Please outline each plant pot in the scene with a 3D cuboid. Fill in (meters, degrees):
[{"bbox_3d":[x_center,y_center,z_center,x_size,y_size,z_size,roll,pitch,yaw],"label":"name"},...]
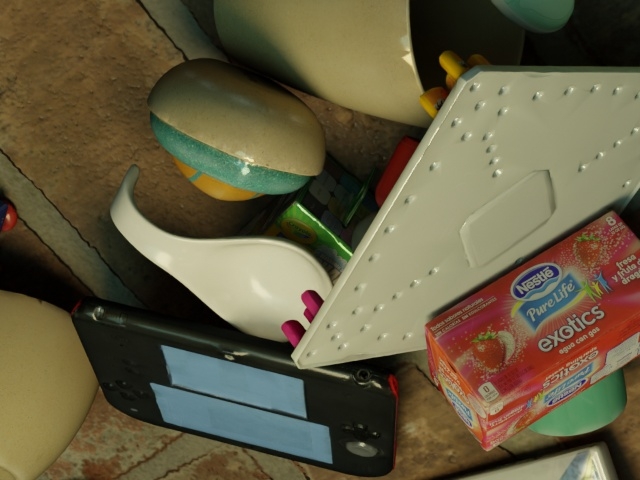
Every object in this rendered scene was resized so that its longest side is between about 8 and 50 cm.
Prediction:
[{"bbox_3d":[-0.423,0.213,1.914,0.284,0.191,0.284,2,146,2],"label":"plant pot"},{"bbox_3d":[0.036,-0.244,1.572,0.274,0.256,0.256,6,123,33],"label":"plant pot"}]

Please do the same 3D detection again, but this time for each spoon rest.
[{"bbox_3d":[-0.114,0.021,1.687,0.276,0.084,0.137,30,123,0],"label":"spoon rest"}]

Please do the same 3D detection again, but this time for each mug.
[{"bbox_3d":[0.273,0.155,1.778,0.157,0.129,0.097,-12,115,4],"label":"mug"}]

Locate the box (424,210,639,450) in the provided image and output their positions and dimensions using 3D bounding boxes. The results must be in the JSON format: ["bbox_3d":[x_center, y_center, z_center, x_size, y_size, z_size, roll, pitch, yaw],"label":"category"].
[{"bbox_3d":[0.251,0.099,1.666,0.257,0.123,0.128,-31,151,-11],"label":"box"}]

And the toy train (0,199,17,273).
[{"bbox_3d":[-0.494,0.029,1.951,0.143,0.105,0.248,31,124,9],"label":"toy train"}]

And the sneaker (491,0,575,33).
[{"bbox_3d":[0.222,-0.291,1.448,0.151,0.094,0.256,20,149,44],"label":"sneaker"}]

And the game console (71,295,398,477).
[{"bbox_3d":[-0.094,0.186,1.844,0.386,0.060,0.342,13,159,8],"label":"game console"}]

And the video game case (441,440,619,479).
[{"bbox_3d":[0.272,0.442,1.911,0.300,0.036,0.329,-20,87,32],"label":"video game case"}]

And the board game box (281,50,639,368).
[{"bbox_3d":[0.183,-0.037,1.584,0.050,0.390,0.390,52,129,30],"label":"board game box"}]

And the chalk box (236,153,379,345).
[{"bbox_3d":[0.000,0.000,1.768,0.132,0.132,0.213,43,123,-10],"label":"chalk box"}]

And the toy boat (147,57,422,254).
[{"bbox_3d":[-0.035,-0.077,1.589,0.318,0.267,0.148,20,100,-11],"label":"toy boat"}]
